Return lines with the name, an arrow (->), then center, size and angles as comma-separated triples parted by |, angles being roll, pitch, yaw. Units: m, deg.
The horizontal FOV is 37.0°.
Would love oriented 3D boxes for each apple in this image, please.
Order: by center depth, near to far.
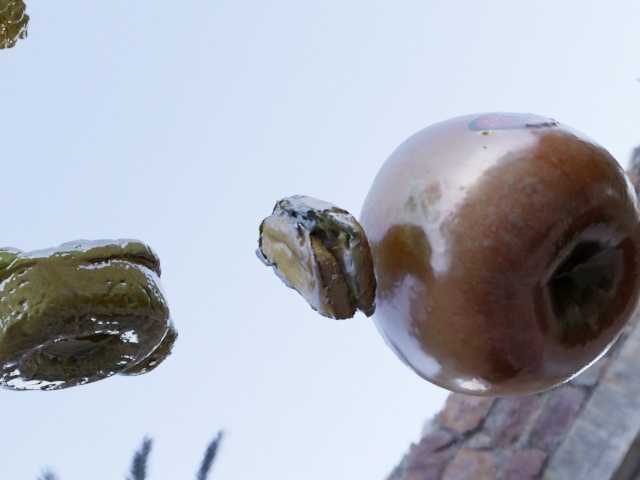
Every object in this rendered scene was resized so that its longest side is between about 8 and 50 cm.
apple -> 0.198, 0.006, 1.113 | 0.338, 0.305, 0.339 | -14, -65, -33

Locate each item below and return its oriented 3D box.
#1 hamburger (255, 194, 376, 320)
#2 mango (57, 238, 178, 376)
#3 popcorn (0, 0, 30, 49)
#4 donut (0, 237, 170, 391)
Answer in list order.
hamburger -> 0.003, -0.003, 0.988 | 0.087, 0.176, 0.102 | -16, -51, -29
mango -> -0.311, 0.096, 1.423 | 0.151, 0.248, 0.156 | -31, -31, -35
popcorn -> -0.439, -0.312, 1.176 | 0.170, 0.180, 0.180 | -42, -33, 9
donut -> -0.317, 0.097, 1.195 | 0.261, 0.128, 0.208 | -5, -37, -37
